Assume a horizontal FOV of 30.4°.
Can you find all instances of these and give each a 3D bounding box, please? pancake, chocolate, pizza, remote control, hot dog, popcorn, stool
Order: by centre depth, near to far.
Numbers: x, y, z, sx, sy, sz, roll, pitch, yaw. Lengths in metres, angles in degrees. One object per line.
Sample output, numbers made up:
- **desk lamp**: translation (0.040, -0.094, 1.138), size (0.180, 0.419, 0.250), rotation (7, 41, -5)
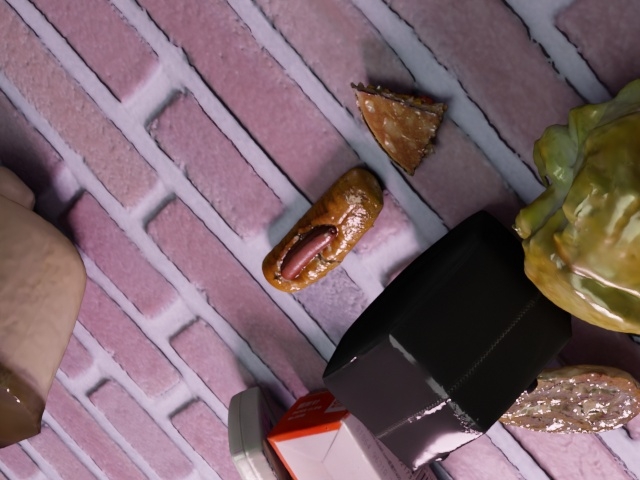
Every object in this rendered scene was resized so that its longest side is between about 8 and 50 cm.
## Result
- **popcorn**: translation (0.263, -0.021, 0.923), size (0.204, 0.184, 0.221), rotation (23, 140, -22)
- **stool**: translation (0.121, 0.091, 1.095), size (0.141, 0.232, 0.232), rotation (44, 138, -3)
- **pizza**: translation (0.080, -0.105, 1.113), size (0.100, 0.029, 0.099), rotation (18, 140, 29)
- **pancake**: translation (0.237, 0.155, 1.144), size (0.158, 0.028, 0.158), rotation (1, 151, 1)
- **hot dog**: translation (0.000, 0.000, 1.240), size (0.066, 0.047, 0.215), rotation (44, 138, -3)
- **remote control**: translation (-0.029, 0.349, 1.475), size (0.050, 0.145, 0.344), rotation (-22, 114, 5)
- **chocolate**: translation (-0.454, 0.071, 1.484), size (0.314, 0.297, 0.326), rotation (34, 142, -22)

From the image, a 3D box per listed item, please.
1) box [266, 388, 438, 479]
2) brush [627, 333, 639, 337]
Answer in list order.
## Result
- **box**: translation (0.047, 0.263, 1.376), size (0.133, 0.099, 0.182), rotation (-22, 106, 43)
- **brush**: translation (0.354, 0.090, 1.056), size (0.193, 0.016, 0.063), rotation (11, 127, 31)
